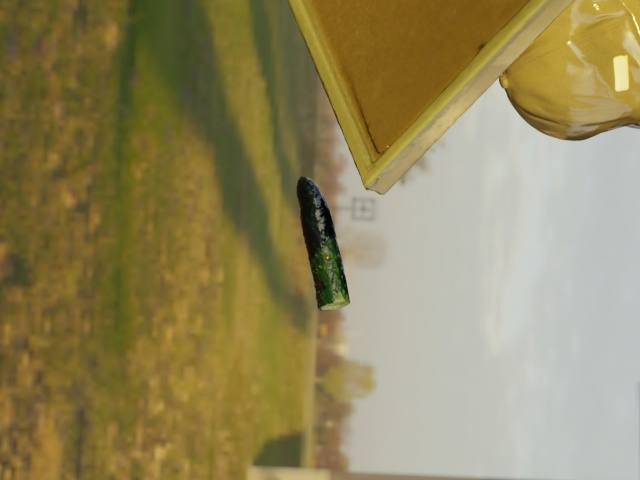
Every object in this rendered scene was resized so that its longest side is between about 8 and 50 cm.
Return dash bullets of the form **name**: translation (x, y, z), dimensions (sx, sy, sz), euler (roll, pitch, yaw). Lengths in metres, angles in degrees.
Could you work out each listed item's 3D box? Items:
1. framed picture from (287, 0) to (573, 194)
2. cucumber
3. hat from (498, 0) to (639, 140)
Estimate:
- **framed picture**: translation (0.096, -0.211, 0.873), dimensions (0.324, 0.020, 0.240), euler (-47, -137, 27)
- **cucumber**: translation (0.000, 0.000, 1.475), dimensions (0.032, 0.032, 0.133), euler (95, -16, -72)
- **hat**: translation (0.258, -0.121, 1.332), dimensions (0.173, 0.144, 0.166), euler (44, -25, 39)
